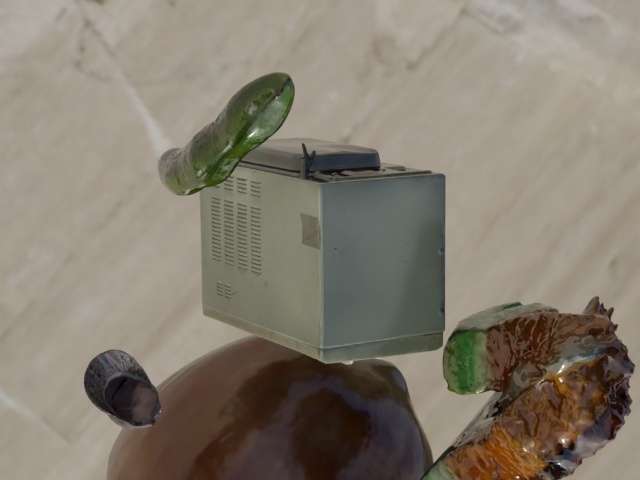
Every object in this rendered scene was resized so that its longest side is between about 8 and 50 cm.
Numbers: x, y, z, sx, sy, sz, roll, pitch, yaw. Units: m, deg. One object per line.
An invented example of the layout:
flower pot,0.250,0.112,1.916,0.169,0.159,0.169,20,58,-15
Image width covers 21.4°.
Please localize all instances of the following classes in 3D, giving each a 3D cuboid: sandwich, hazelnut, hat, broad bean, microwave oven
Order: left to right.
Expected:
hat,-0.182,0.135,1.517,0.087,0.042,0.058,37,61,-29
broad bean,-0.073,-0.067,1.183,0.069,0.039,0.227,-54,-168,-19
hazelnut,-0.059,0.271,1.878,0.366,0.366,0.366,-41,153,-26
microwave oven,0.000,0.000,1.581,0.145,0.240,0.194,-2,98,-29
sandwich,0.191,0.134,1.608,0.250,0.162,0.301,-47,179,-24
